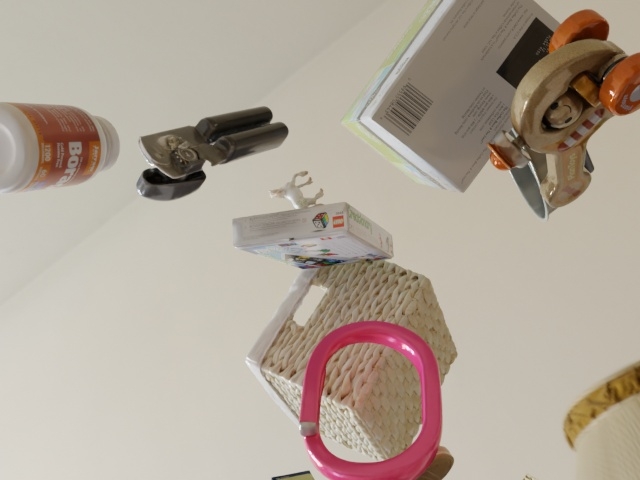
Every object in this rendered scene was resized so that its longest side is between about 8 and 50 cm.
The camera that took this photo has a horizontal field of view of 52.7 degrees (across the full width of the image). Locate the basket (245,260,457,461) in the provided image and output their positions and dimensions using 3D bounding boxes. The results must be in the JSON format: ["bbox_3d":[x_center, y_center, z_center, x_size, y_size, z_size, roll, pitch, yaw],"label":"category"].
[{"bbox_3d":[0.080,0.231,1.325,0.328,0.266,0.331,-56,-39,-24],"label":"basket"}]

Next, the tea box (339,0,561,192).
[{"bbox_3d":[0.235,-0.292,1.220,0.220,0.323,0.329,36,-88,-10],"label":"tea box"}]

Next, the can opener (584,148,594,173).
[{"bbox_3d":[0.659,-0.260,1.697,0.074,0.093,0.280,-39,-51,0],"label":"can opener"}]

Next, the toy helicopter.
[{"bbox_3d":[0.354,-0.145,0.969,0.234,0.140,0.355,-32,-34,1],"label":"toy helicopter"}]

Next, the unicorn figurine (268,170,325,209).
[{"bbox_3d":[-0.061,-0.119,1.624,0.111,0.162,0.060,-36,-42,-5],"label":"unicorn figurine"}]

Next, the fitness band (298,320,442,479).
[{"bbox_3d":[0.077,0.234,0.972,0.208,0.291,0.054,-1,-53,7],"label":"fitness band"}]

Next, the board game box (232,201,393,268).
[{"bbox_3d":[0.000,0.000,1.130,0.192,0.053,0.305,-7,-11,18],"label":"board game box"}]

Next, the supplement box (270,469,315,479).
[{"bbox_3d":[-0.045,0.489,1.217,0.083,0.083,0.056,0,-64,-27],"label":"supplement box"}]

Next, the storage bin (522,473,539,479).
[{"bbox_3d":[0.426,0.627,1.284,0.262,0.123,0.260,-55,-4,-8],"label":"storage bin"}]

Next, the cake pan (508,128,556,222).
[{"bbox_3d":[0.482,-0.185,1.501,0.054,0.293,0.293,-24,-37,8],"label":"cake pan"}]

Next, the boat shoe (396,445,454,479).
[{"bbox_3d":[0.133,0.359,1.002,0.063,0.059,0.170,33,-63,-27],"label":"boat shoe"}]

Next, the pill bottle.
[{"bbox_3d":[-0.390,-0.136,0.932,0.121,0.121,0.216,-36,-2,20],"label":"pill bottle"}]

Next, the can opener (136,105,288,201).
[{"bbox_3d":[-0.156,-0.128,0.933,0.095,0.076,0.283,-51,-11,32],"label":"can opener"}]
